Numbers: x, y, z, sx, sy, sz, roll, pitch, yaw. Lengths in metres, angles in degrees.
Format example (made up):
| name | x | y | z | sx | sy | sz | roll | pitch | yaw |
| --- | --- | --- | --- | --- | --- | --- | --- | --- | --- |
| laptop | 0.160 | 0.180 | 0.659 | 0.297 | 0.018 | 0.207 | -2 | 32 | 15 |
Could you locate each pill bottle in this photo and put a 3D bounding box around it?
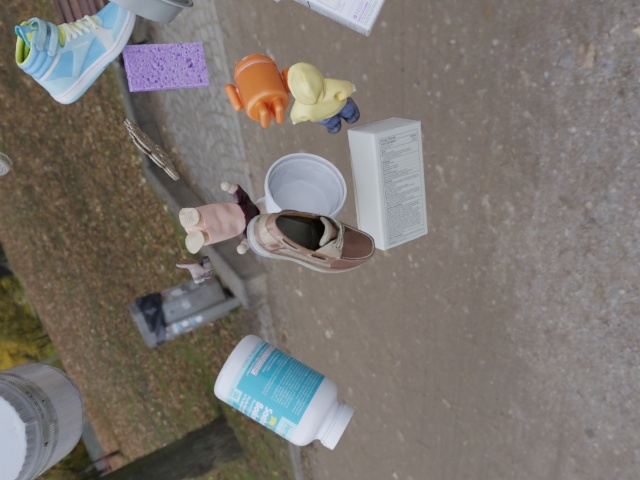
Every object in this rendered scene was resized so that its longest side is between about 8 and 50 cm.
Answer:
| name | x | y | z | sx | sy | sz | roll | pitch | yaw |
| --- | --- | --- | --- | --- | --- | --- | --- | --- | --- |
| pill bottle | -0.068 | 0.311 | 1.244 | 0.264 | 0.146 | 0.146 | 28 | 149 | 9 |

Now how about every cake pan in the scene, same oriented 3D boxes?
| name | x | y | z | sx | sy | sz | roll | pitch | yaw |
| --- | --- | --- | --- | --- | --- | --- | --- | --- | --- |
| cake pan | -0.377 | -0.499 | 1.149 | 0.054 | 0.293 | 0.293 | -54 | 51 | 21 |

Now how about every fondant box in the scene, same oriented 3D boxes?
| name | x | y | z | sx | sy | sz | roll | pitch | yaw |
| --- | --- | --- | --- | --- | --- | --- | --- | --- | --- |
| fondant box | 0.027 | -0.696 | 1.542 | 0.331 | 0.238 | 0.096 | 26 | -171 | -1 |

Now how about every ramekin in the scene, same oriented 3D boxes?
| name | x | y | z | sx | sy | sz | roll | pitch | yaw |
| --- | --- | --- | --- | --- | --- | --- | --- | --- | --- |
| ramekin | -0.045 | -0.109 | 1.584 | 0.207 | 0.207 | 0.109 | 60 | 155 | 22 |

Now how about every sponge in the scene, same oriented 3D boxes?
| name | x | y | z | sx | sy | sz | roll | pitch | yaw |
| --- | --- | --- | --- | --- | --- | --- | --- | --- | --- |
| sponge | -0.411 | -0.464 | 1.655 | 0.031 | 0.210 | 0.117 | -177 | 78 | -67 |

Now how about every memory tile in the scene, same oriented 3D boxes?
| name | x | y | z | sx | sy | sz | roll | pitch | yaw |
| --- | --- | --- | --- | --- | --- | --- | --- | --- | --- |
| memory tile | -0.312 | -0.171 | 1.149 | 0.113 | 0.012 | 0.148 | 45 | -178 | -36 |

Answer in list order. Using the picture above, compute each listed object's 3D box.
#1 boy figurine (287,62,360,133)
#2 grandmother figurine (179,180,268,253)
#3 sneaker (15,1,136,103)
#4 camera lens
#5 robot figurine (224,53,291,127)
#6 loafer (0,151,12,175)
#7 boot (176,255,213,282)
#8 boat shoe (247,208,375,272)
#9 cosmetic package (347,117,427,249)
| name | x | y | z | sx | sy | sz | roll | pitch | yaw |
| --- | --- | --- | --- | --- | --- | --- | --- | --- | --- |
| boy figurine | -0.005 | -0.339 | 1.505 | 0.285 | 0.177 | 0.092 | 16 | -131 | -65 |
| grandmother figurine | -0.239 | -0.067 | 1.753 | 0.104 | 0.343 | 0.207 | -2 | 97 | 37 |
| sneaker | -0.618 | -0.513 | 1.538 | 0.127 | 0.319 | 0.208 | 37 | 180 | 38 |
| camera lens | -0.595 | 0.356 | 1.182 | 0.274 | 0.220 | 0.219 | 100 | 147 | -86 |
| robot figurine | -0.163 | -0.413 | 1.683 | 0.158 | 0.128 | 0.219 | -34 | 63 | 27 |
| loafer | -1.047 | -0.267 | 1.907 | 0.269 | 0.092 | 0.102 | 12 | 150 | 24 |
| boot | -0.397 | 0.097 | 1.972 | 0.042 | 0.119 | 0.086 | -130 | 37 | -50 |
| boat shoe | 0.000 | 0.000 | 1.386 | 0.116 | 0.325 | 0.123 | -25 | 64 | 52 |
| cosmetic package | 0.178 | -0.149 | 1.611 | 0.113 | 0.160 | 0.309 | 23 | 126 | 54 |
